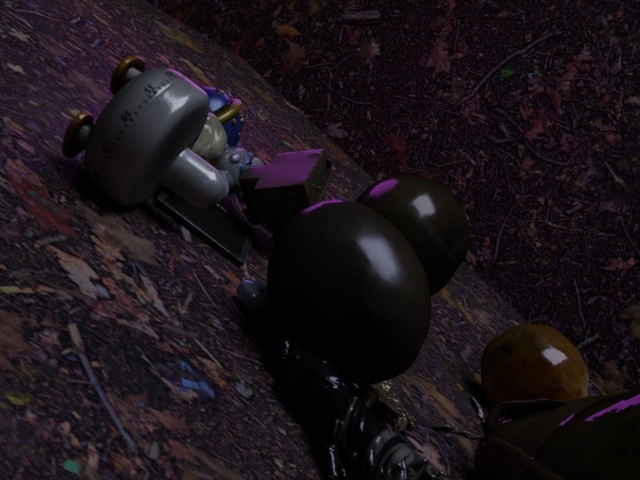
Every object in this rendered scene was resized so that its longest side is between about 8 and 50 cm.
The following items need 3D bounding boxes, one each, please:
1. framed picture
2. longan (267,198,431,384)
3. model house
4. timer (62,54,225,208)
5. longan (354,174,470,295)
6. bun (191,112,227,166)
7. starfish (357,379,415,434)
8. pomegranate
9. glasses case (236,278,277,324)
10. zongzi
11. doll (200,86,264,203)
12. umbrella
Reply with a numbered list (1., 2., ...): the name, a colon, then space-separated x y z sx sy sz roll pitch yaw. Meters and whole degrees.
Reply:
1. framed picture: -0.212 -0.043 1.775 0.197 0.014 0.252 37 12 -8
2. longan: 0.041 0.082 1.466 0.300 0.243 0.300 166 -90 -77
3. model house: -0.060 -0.035 1.916 0.181 0.176 0.248 -64 146 -57
4. timer: -0.258 -0.152 1.516 0.240 0.233 0.233 36 12 3
5. longan: 0.196 -0.007 2.182 0.319 0.319 0.319 37 12 -9
6. bun: -0.283 -0.175 1.744 0.229 0.145 0.229 -3 7 0
7. starfish: 0.101 0.252 1.526 0.150 0.053 0.209 44 10 5
8. pomegranate: 0.467 0.296 2.054 0.248 0.248 0.248 37 12 -9
9. glasses case: -0.068 0.110 1.559 0.178 0.045 0.067 27 18 -47
10. zongzi: 0.422 0.266 1.430 0.218 0.467 0.500 31 12 -13
11. doll: -0.230 -0.183 1.942 0.311 0.159 0.243 -82 161 -65
12. umbrella: 0.025 0.247 1.267 0.357 0.106 0.113 40 -1 44
